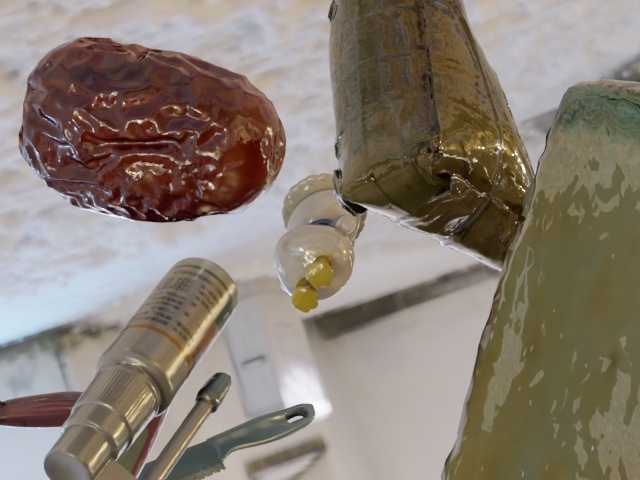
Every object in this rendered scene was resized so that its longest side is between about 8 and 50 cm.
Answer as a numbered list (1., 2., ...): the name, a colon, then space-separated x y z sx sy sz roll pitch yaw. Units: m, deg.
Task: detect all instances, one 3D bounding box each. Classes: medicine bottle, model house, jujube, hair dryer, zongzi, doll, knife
1. medicine bottle: -0.116 0.104 0.963 0.061 0.092 0.221 -43 -172 38
2. model house: 0.296 0.123 0.698 0.342 0.335 0.382 16 -178 -17
3. jujube: -0.111 -0.069 0.889 0.176 0.109 0.112 13 146 15
4. hair dryer: -0.200 0.140 1.049 0.154 0.054 0.106 14 116 -24
5. zongzi: 0.160 -0.125 1.466 0.160 0.323 0.360 -24 142 37
6. doll: 0.000 0.000 1.767 0.138 0.119 0.293 -51 -167 20
7. knife: -0.119 0.229 1.439 0.313 0.044 0.019 -16 148 -40
